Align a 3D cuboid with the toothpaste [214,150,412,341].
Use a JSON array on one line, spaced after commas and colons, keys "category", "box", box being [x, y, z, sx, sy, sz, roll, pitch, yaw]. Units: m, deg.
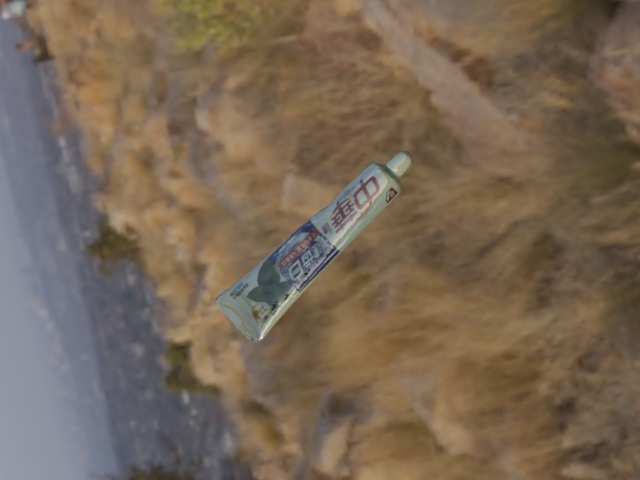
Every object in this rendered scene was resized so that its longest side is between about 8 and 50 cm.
[{"category": "toothpaste", "box": [0.000, 0.000, 1.341, 0.060, 0.233, 0.038, 48, -174, 14]}]
